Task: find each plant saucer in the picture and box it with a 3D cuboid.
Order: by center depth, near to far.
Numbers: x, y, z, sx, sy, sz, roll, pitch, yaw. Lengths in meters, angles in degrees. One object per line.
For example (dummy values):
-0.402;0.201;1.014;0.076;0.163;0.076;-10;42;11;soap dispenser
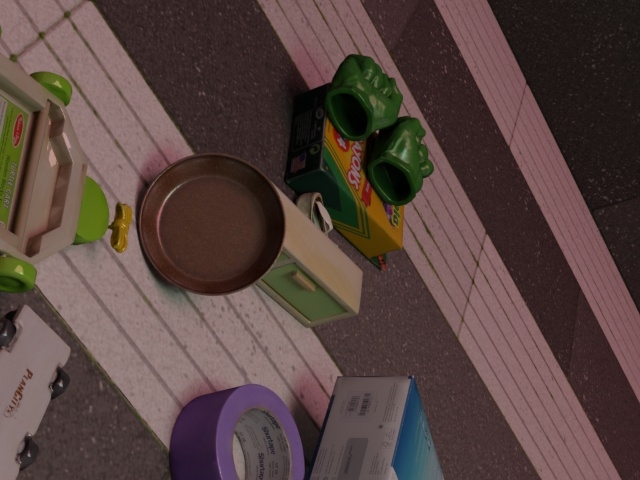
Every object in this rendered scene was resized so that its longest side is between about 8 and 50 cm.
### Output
-0.147;-0.020;1.328;0.036;0.198;0.199;126;-46;-74;plant saucer

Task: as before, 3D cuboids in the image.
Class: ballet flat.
0.000;0.000;1.635;0.057;0.052;0.168;-16;89;-60;ballet flat

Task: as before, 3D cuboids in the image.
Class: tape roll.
-0.106;0.289;1.284;0.189;0.080;0.189;33;49;-48;tape roll

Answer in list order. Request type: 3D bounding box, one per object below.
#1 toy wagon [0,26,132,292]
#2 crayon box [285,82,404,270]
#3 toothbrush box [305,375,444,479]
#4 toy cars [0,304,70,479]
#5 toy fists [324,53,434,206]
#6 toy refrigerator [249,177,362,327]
-0.341;-0.077;1.086;0.344;0.068;0.267;43;42;-51;toy wagon
0.067;-0.110;1.777;0.318;0.081;0.202;42;41;-42;crayon box
0.093;0.377;1.447;0.216;0.126;0.296;-70;148;-46;toothbrush box
-0.309;0.261;0.969;0.176;0.087;0.394;13;60;-62;toy cars
0.112;-0.202;1.725;0.279;0.096;0.142;54;33;-25;toy fists
-0.051;0.027;1.490;0.269;0.102;0.094;45;40;-39;toy refrigerator
